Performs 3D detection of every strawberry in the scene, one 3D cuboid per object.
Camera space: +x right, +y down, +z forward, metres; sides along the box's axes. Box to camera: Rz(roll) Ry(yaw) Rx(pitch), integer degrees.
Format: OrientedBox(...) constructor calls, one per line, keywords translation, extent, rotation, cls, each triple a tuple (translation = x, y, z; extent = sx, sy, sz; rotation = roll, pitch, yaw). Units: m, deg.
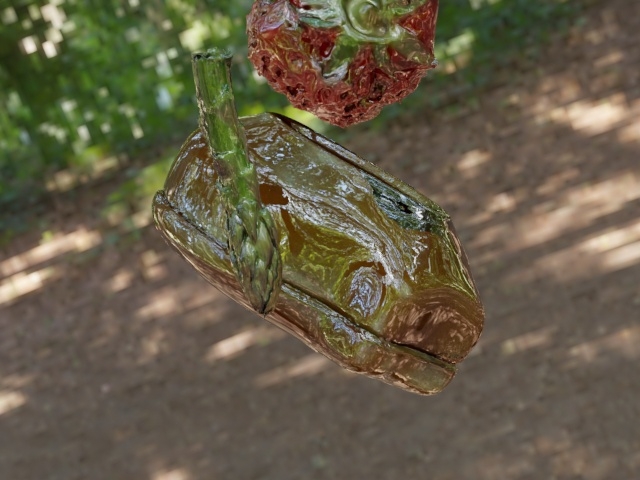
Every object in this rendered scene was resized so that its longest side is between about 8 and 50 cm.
OrientedBox(translation=(0.023, -0.194, 1.722), extent=(0.184, 0.187, 0.201), rotation=(11, -18, 2), cls="strawberry")

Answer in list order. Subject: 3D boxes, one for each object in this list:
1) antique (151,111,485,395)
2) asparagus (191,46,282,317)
OrientedBox(translation=(0.000, 0.000, 1.317), extent=(0.278, 0.223, 0.129), rotation=(37, 100, 47), cls="antique")
OrientedBox(translation=(-0.049, -0.034, 1.090), extent=(0.036, 0.165, 0.030), rotation=(-11, 4, 45), cls="asparagus")
